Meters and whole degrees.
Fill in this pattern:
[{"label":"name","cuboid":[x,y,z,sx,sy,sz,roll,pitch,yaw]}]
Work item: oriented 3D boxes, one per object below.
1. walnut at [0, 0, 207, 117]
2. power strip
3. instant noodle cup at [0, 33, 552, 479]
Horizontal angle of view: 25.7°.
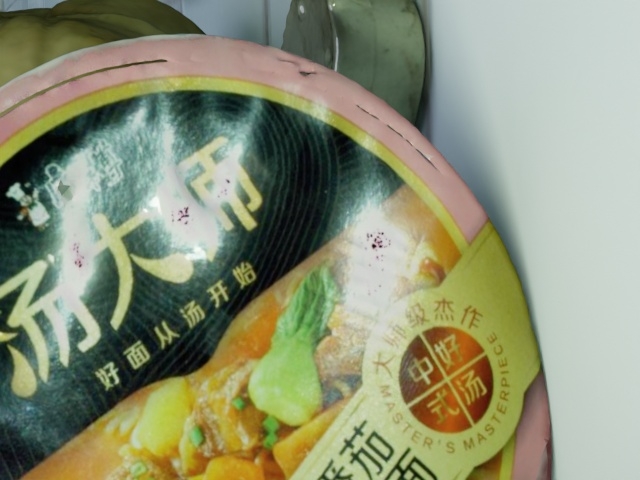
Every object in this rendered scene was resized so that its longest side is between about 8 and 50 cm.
[{"label":"walnut","cuboid":[-0.154,-0.001,0.791,0.282,0.253,0.277,-125,36,-59]},{"label":"power strip","cuboid":[-0.003,0.000,0.638,0.080,0.048,0.286,-115,27,-46]},{"label":"instant noodle cup","cuboid":[-0.075,0.076,0.524,0.255,0.243,0.244,153,113,-63]}]
